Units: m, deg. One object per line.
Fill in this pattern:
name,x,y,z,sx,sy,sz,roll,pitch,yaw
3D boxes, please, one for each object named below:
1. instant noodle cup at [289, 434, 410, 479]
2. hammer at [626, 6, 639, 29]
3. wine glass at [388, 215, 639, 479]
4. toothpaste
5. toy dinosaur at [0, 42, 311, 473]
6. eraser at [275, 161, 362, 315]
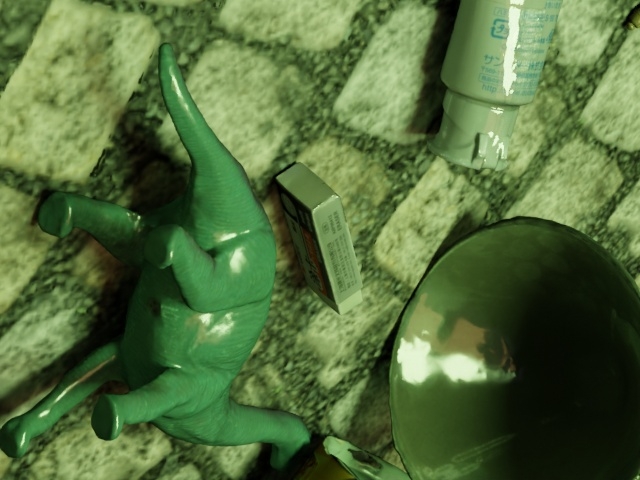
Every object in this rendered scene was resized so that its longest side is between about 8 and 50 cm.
instant noodle cup,0.027,0.289,1.265,0.230,0.230,0.182,27,97,-49
hammer,0.294,-0.164,1.296,0.029,0.014,0.123,-40,141,4
wine glass,0.286,0.131,1.353,0.406,0.267,0.267,8,116,-48
toothpaste,0.149,-0.201,1.105,0.114,0.073,0.299,-2,115,-40
toy dinosaur,-0.058,0.038,1.101,0.331,0.129,0.383,-6,124,-52
eraser,0.000,0.000,1.136,0.029,0.052,0.122,-33,137,-16
